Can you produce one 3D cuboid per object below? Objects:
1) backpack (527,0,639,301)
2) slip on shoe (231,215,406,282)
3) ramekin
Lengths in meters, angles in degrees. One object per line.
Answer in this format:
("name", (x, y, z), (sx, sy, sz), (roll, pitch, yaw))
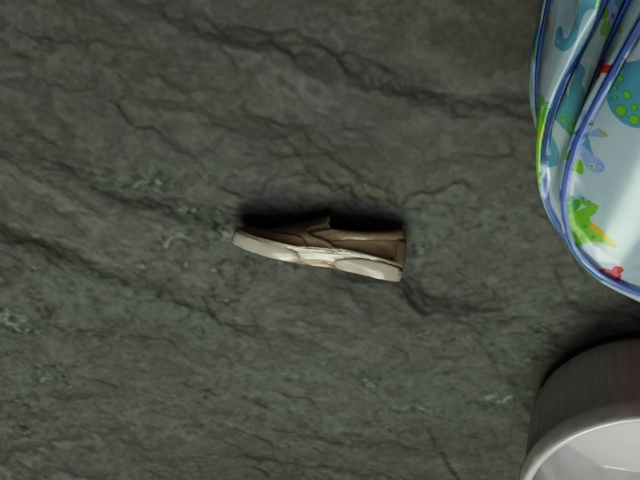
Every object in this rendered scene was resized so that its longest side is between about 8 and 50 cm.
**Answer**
("backpack", (0.254, -0.123, 0.667), (0.290, 0.273, 0.355), (17, 143, -14))
("slip on shoe", (0.000, 0.000, 0.928), (0.135, 0.051, 0.041), (11, 92, 10))
("ramekin", (0.267, 0.175, 0.988), (0.207, 0.109, 0.207), (4, 130, 5))
